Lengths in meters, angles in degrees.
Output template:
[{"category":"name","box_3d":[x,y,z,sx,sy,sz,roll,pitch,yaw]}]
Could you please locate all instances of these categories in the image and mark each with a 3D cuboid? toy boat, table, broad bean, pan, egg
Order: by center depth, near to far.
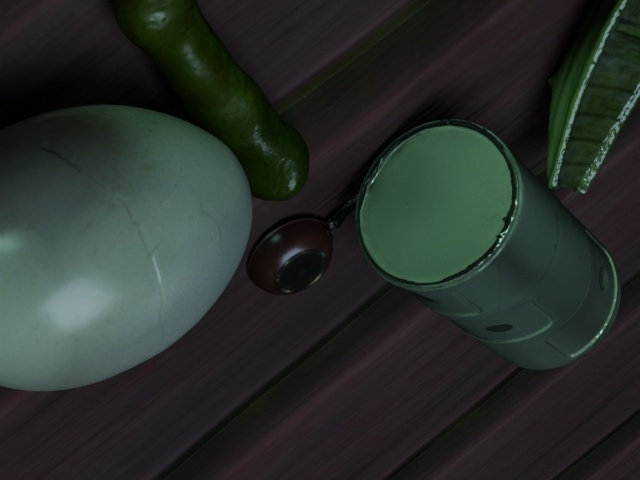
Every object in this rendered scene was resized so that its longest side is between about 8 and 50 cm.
[{"category":"egg","box_3d":[-0.130,-0.001,0.774,0.209,0.151,0.151,-28,143,-33]},{"category":"broad bean","box_3d":[-0.064,-0.094,0.824,0.256,0.052,0.053,57,42,-50]},{"category":"pan","box_3d":[0.001,0.000,0.994,0.115,0.023,0.068,-38,142,-2]},{"category":"toy boat","box_3d":[0.240,-0.167,1.006,0.093,0.055,0.293,5,124,-45]},{"category":"table","box_3d":[0.130,0.009,1.030,0.126,0.126,0.220,-46,145,8]}]
